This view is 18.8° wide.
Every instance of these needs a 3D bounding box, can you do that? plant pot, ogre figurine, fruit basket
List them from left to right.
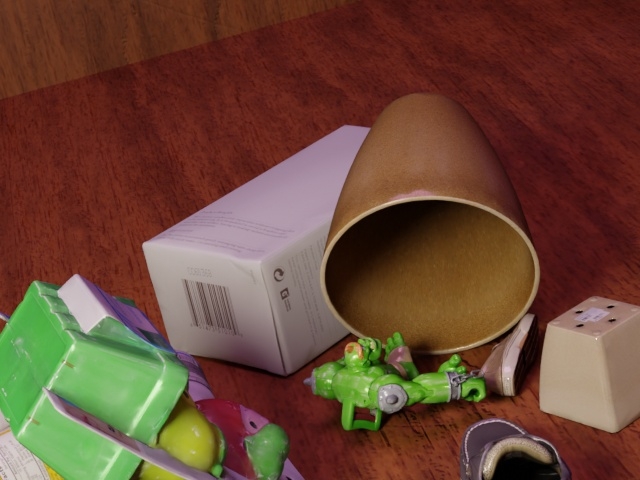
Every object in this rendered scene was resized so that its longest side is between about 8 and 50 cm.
[{"bbox_3d":[-0.135,0.169,1.850,0.353,0.165,0.327,23,7,-24],"label":"fruit basket"},{"bbox_3d":[0.071,0.150,2.032,0.118,0.097,0.197,-8,29,-39],"label":"ogre figurine"},{"bbox_3d":[0.121,-0.045,2.171,0.237,0.237,0.254,-10,43,11],"label":"plant pot"},{"bbox_3d":[0.287,0.118,1.959,0.109,0.096,0.109,-28,26,-32],"label":"plant pot"}]

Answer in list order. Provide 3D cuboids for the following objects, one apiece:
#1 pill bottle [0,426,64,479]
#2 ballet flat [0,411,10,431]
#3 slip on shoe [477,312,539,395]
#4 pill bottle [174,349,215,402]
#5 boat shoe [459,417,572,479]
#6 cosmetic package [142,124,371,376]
[{"bbox_3d":[-0.306,0.248,1.975,0.208,0.117,0.117,-25,24,-26],"label":"pill bottle"},{"bbox_3d":[-0.438,0.197,2.169,0.139,0.139,0.400,-2,24,29],"label":"ballet flat"},{"bbox_3d":[0.204,0.121,2.072,0.041,0.051,0.135,2,33,21],"label":"slip on shoe"},{"bbox_3d":[-0.154,0.178,2.109,0.078,0.078,0.137,-17,22,-7],"label":"pill bottle"},{"bbox_3d":[0.185,0.221,1.770,0.103,0.092,0.285,-14,21,-1],"label":"boat shoe"},{"bbox_3d":[0.000,0.000,2.358,0.217,0.156,0.385,9,30,45],"label":"cosmetic package"}]
